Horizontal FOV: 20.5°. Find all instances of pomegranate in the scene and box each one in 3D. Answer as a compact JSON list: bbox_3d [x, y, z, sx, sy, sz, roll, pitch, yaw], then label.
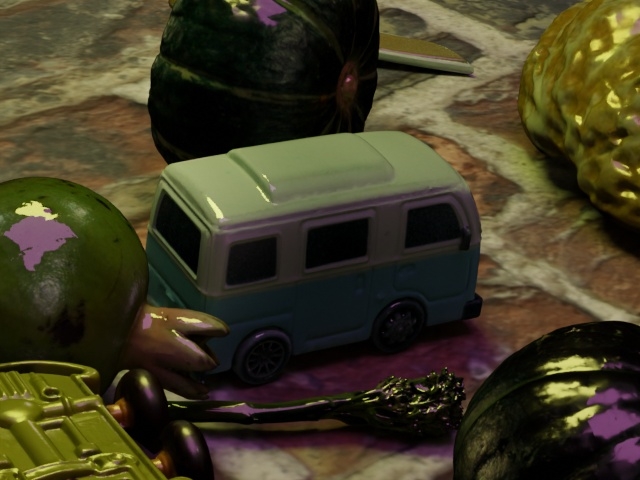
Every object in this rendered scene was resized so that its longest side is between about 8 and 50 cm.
[{"bbox_3d":[-0.179,0.054,1.284,0.225,0.187,0.187,21,31,-1],"label":"pomegranate"}]

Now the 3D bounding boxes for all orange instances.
[{"bbox_3d":[0.345,-0.139,1.697,0.271,0.210,0.369,-11,38,-26],"label":"orange"}]

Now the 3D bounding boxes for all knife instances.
[{"bbox_3d":[0.000,-0.222,1.928,0.343,0.027,0.061,11,29,0],"label":"knife"}]

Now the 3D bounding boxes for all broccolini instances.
[{"bbox_3d":[-0.007,0.129,1.330,0.239,0.051,0.054,-3,-12,-8],"label":"broccolini"}]

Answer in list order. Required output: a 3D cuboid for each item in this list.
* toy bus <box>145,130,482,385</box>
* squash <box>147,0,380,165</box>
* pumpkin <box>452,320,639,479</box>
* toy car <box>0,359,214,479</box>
[{"bbox_3d":[0.000,0.000,1.418,0.271,0.165,0.133,-11,35,-28],"label":"toy bus"},{"bbox_3d":[-0.046,-0.151,1.579,0.165,0.252,0.252,16,31,22],"label":"squash"},{"bbox_3d":[0.211,0.163,1.156,0.250,0.216,0.250,30,37,-25],"label":"pumpkin"},{"bbox_3d":[-0.180,0.174,1.108,0.200,0.142,0.248,-6,23,-23],"label":"toy car"}]
